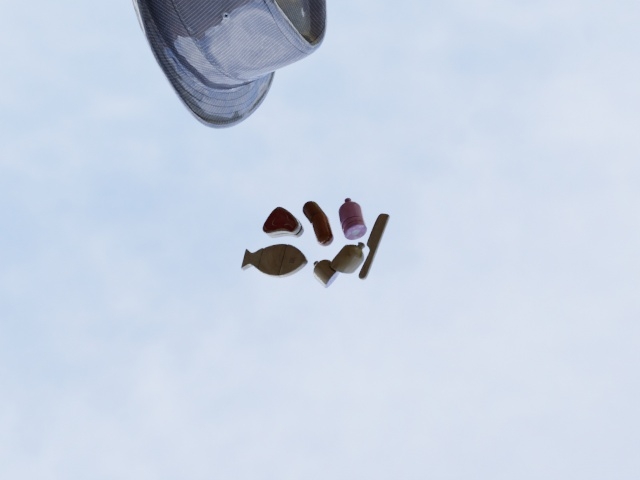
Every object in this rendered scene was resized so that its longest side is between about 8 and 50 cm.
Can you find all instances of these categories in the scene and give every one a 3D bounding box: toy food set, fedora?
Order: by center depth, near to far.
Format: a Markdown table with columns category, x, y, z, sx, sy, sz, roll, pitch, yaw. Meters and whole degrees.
| category | x | y | z | sx | sy | sz | roll | pitch | yaw |
| --- | --- | --- | --- | --- | --- | --- | --- | --- | --- |
| toy food set | 0.000 | 0.000 | 1.528 | 0.122 | 0.019 | 0.078 | 10 | -108 | 37 |
| fedora | -0.075 | -0.257 | 1.929 | 0.124 | 0.275 | 0.243 | -10 | -163 | 35 |
